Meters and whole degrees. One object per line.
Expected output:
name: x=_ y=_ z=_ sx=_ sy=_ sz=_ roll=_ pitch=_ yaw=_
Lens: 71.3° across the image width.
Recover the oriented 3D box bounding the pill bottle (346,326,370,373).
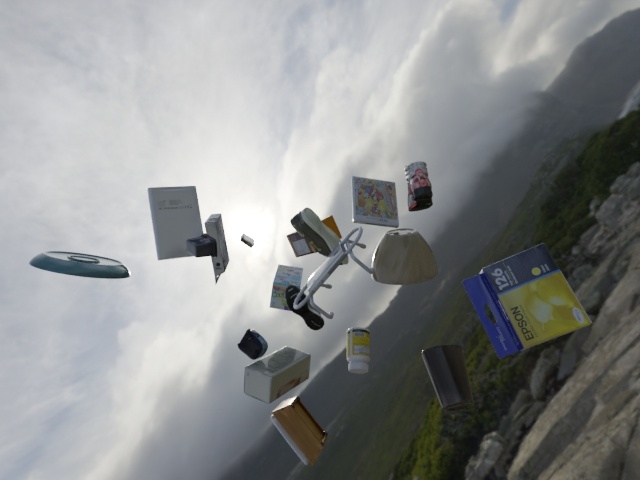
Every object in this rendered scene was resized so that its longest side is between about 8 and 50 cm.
pill bottle: x=0.190 y=0.554 z=2.250 sx=0.119 sy=0.119 sz=0.209 roll=102 pitch=172 yaw=-60

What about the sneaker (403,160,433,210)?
sneaker: x=0.361 y=-0.202 z=1.656 sx=0.090 sy=0.145 sz=0.270 roll=-11 pitch=-11 yaw=7

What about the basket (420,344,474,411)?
basket: x=0.528 y=0.563 z=1.818 sx=0.204 sy=0.227 sz=0.154 roll=15 pitch=-41 yaw=-31

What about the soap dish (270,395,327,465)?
soap dish: x=-0.091 y=0.876 z=2.088 sx=0.118 sy=0.291 sz=0.229 roll=-42 pitch=-11 yaw=1

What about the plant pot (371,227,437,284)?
plant pot: x=0.350 y=0.054 z=1.907 sx=0.284 sy=0.283 sz=0.191 roll=-28 pitch=-66 yaw=-56

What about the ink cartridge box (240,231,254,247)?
ink cartridge box: x=-0.328 y=0.004 z=2.007 sx=0.029 sy=0.062 sz=0.115 roll=-52 pitch=17 yaw=8

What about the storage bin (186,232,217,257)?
storage bin: x=-0.513 y=0.022 z=1.913 sx=0.091 sy=0.135 sz=0.099 roll=-11 pitch=-68 yaw=-38

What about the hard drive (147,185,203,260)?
hard drive: x=-0.700 y=-0.089 z=2.185 sx=0.232 sy=0.354 sz=0.047 roll=-7 pitch=-10 yaw=-31

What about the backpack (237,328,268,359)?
backpack: x=-0.289 y=0.462 z=1.971 sx=0.105 sy=0.114 sz=0.084 roll=-57 pitch=-23 yaw=9

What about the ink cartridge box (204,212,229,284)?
ink cartridge box: x=-0.515 y=0.043 z=2.259 sx=0.165 sy=0.065 sz=0.333 roll=-97 pitch=2 yaw=-70

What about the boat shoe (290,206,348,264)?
boat shoe: x=0.001 y=-0.003 z=1.814 sx=0.091 sy=0.305 sz=0.109 roll=-30 pitch=27 yaw=26

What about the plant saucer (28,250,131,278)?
plant saucer: x=-0.824 y=0.081 z=1.552 sx=0.317 sy=0.317 sz=0.044 roll=13 pitch=-92 yaw=-73

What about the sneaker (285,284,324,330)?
sneaker: x=-0.084 y=0.318 z=2.171 sx=0.100 sy=0.272 sz=0.108 roll=-33 pitch=22 yaw=6

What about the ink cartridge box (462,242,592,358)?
ink cartridge box: x=0.689 y=0.204 z=1.527 sx=0.306 sy=0.304 sz=0.072 roll=-25 pitch=-26 yaw=11

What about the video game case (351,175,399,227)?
video game case: x=0.238 y=-0.170 z=1.955 sx=0.026 sy=0.206 sz=0.227 roll=121 pitch=152 yaw=-60

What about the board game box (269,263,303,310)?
board game box: x=-0.177 y=0.246 z=2.359 sx=0.275 sy=0.144 sz=0.142 roll=-86 pitch=6 yaw=-74

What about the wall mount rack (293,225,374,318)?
wall mount rack: x=0.060 y=0.107 z=1.511 sx=0.350 sy=0.130 sz=0.304 roll=-50 pitch=12 yaw=12

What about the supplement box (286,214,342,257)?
supplement box: x=-0.034 y=-0.020 z=2.282 sx=0.191 sy=0.129 sz=0.194 roll=-29 pitch=7 yaw=-34

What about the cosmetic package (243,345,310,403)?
cosmetic package: x=-0.186 y=0.588 z=1.979 sx=0.296 sy=0.153 sz=0.130 roll=-9 pitch=-73 yaw=-56
